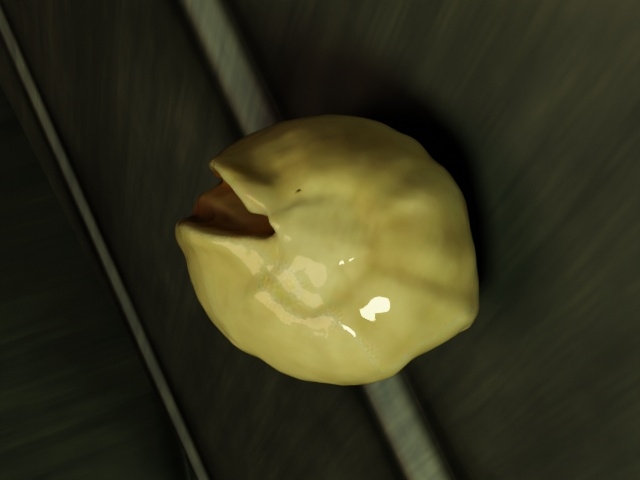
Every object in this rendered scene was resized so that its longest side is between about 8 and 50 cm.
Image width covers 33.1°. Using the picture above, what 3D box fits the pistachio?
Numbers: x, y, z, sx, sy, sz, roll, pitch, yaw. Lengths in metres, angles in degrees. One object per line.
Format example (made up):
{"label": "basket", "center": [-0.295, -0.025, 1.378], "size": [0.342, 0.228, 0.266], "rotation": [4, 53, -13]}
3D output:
{"label": "pistachio", "center": [0.000, 0.000, 0.819], "size": [0.193, 0.214, 0.318], "rotation": [-63, 20, 2]}
